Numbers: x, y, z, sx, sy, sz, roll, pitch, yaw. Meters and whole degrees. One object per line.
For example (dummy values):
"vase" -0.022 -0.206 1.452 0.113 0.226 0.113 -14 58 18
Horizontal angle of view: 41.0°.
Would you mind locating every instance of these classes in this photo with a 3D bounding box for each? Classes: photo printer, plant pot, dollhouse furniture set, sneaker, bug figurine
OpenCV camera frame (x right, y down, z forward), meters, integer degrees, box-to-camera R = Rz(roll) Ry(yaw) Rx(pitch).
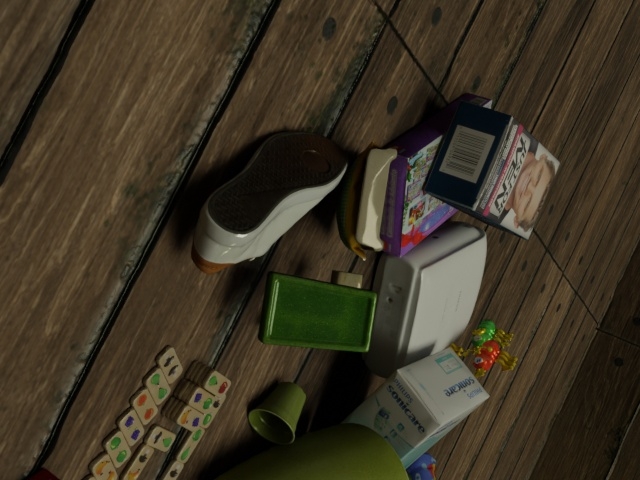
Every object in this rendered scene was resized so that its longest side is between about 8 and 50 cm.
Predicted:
"photo printer" 0.215 0.104 1.665 0.308 0.107 0.255 -22 128 -50
"plant pot" -0.049 0.440 1.372 0.294 0.275 0.274 7 105 -43
"dollhouse furniture set" 0.000 0.000 1.255 0.197 0.151 0.301 -176 -86 -81
"sneaker" -0.075 -0.053 1.139 0.290 0.106 0.123 -37 166 -46
"bug figurine" 0.275 0.239 1.787 0.072 0.279 0.216 63 31 -10
"plant pot" -0.063 0.272 1.386 0.079 0.083 0.083 -57 151 -41

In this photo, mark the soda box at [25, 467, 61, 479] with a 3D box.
"soda box" -0.379 0.365 0.932 0.263 0.084 0.092 -29 134 -47

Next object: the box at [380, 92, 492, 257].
"box" 0.206 -0.122 1.544 0.293 0.057 0.200 -35 138 -42

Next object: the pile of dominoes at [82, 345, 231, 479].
"pile of dominoes" -0.218 0.283 1.175 0.251 0.040 0.196 -59 149 -13

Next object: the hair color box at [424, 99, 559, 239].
"hair color box" 0.325 -0.120 1.573 0.347 0.105 0.173 16 97 -61

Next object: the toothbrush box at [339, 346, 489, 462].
"toothbrush box" 0.137 0.348 1.580 0.295 0.126 0.216 -48 159 29

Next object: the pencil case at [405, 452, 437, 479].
"pencil case" 0.196 0.607 1.850 0.119 0.133 0.306 81 6 -50
